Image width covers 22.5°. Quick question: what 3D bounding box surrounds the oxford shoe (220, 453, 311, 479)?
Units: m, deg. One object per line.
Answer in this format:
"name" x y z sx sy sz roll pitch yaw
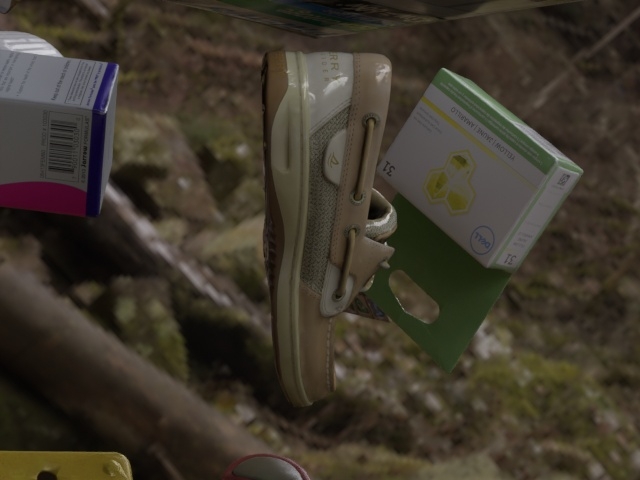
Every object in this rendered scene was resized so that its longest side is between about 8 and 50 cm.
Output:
"oxford shoe" -0.057 0.365 1.514 0.348 0.123 0.130 -80 178 -52

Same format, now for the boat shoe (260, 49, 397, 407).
"boat shoe" 0.009 -0.001 1.165 0.109 0.098 0.302 -99 -173 -54

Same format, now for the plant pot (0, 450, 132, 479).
"plant pot" -0.238 0.283 1.324 0.212 0.187 0.212 4 49 -23

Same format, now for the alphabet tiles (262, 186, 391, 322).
"alphabet tiles" 0.000 0.000 2.221 0.198 0.009 0.237 10 -51 60

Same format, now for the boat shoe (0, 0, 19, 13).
"boat shoe" -0.285 -0.261 1.384 0.096 0.098 0.277 15 -14 -21

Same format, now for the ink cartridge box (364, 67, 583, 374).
"ink cartridge box" 0.117 -0.018 1.512 0.056 0.235 0.171 15 23 -49

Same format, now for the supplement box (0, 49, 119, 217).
"supplement box" -0.301 -0.104 1.464 0.220 0.111 0.114 7 30 -4

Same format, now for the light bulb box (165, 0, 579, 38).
"light bulb box" 0.063 -0.364 1.281 0.225 0.361 0.357 6 83 -49

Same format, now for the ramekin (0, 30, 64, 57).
"ramekin" -0.371 -0.148 1.890 0.207 0.207 0.109 51 37 14
